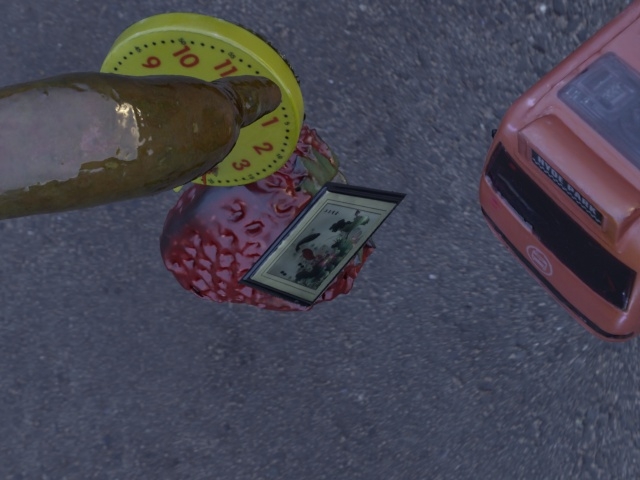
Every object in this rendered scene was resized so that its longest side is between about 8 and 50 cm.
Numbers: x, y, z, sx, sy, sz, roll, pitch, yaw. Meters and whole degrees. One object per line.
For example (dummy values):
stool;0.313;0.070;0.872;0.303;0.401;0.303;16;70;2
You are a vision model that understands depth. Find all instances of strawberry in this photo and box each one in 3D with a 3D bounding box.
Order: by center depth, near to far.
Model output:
strawberry;-0.107;-0.023;1.549;0.345;0.317;0.295;-17;49;31

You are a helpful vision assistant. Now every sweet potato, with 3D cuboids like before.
sweet potato;-0.127;-0.066;0.547;0.108;0.346;0.079;13;114;42

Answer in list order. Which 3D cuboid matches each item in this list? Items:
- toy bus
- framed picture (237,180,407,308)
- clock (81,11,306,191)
toy bus;0.340;-0.122;0.745;0.427;0.233;0.203;-40;66;-2
framed picture;0.000;0.000;1.181;0.199;0.010;0.195;-49;29;-16
clock;-0.166;-0.171;1.222;0.294;0.277;0.071;-24;38;34
